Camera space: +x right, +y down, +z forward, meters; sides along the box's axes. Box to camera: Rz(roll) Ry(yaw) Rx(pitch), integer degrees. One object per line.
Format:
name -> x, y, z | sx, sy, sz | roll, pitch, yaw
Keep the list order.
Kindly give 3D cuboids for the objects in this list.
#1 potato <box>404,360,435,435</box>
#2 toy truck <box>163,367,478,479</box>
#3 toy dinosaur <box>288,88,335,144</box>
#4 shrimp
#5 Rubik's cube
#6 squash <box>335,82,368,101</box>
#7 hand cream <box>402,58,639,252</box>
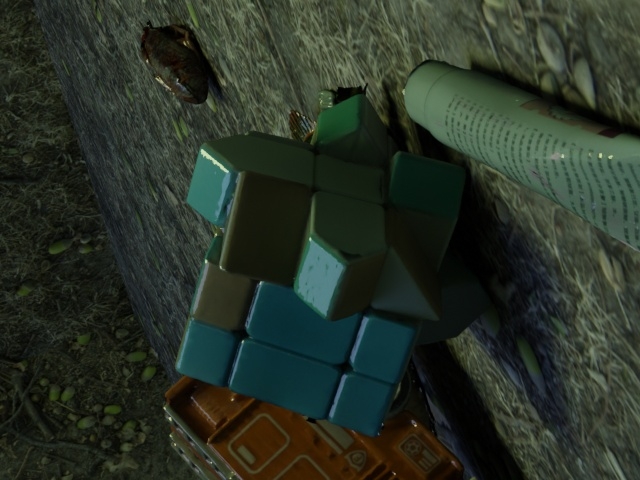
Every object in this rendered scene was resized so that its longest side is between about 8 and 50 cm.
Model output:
potato -> 0.055, 0.167, 1.712 | 0.164, 0.081, 0.200 | 43, 156, 58
toy truck -> 0.033, 0.243, 1.488 | 0.387, 0.207, 0.173 | 45, 160, 19
toy dinosaur -> -0.007, -0.082, 1.580 | 0.106, 0.044, 0.187 | 65, 164, 5
shrimp -> -0.193, -0.238, 2.042 | 0.190, 0.075, 0.073 | 47, 176, 43
Rubik's cube -> 0.015, 0.016, 1.282 | 0.224, 0.265, 0.213 | -74, 2, -59
squash -> 0.032, -0.017, 1.472 | 0.087, 0.087, 0.331 | 57, 164, 37
hand cream -> 0.141, -0.056, 1.006 | 0.331, 0.058, 0.085 | -138, 30, -62
